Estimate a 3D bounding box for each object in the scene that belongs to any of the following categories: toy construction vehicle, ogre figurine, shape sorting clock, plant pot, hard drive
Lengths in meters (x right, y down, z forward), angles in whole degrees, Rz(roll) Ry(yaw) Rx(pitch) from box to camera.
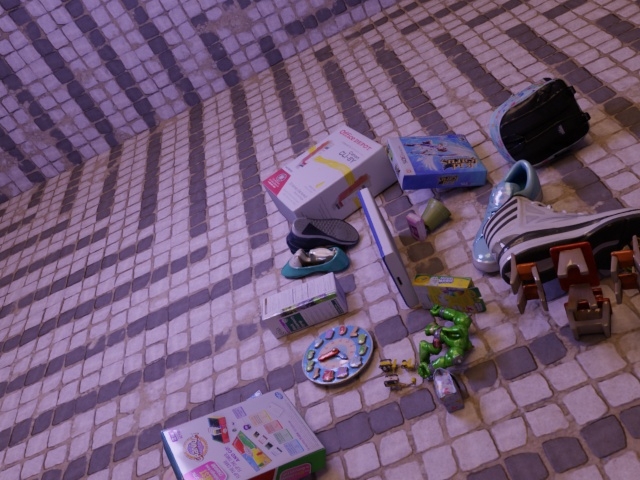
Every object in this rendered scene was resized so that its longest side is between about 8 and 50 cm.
[{"bbox_3d":[0.194,0.333,1.585,0.098,0.035,0.086,-12,29,19],"label":"toy construction vehicle"},{"bbox_3d":[0.308,0.244,1.556,0.118,0.097,0.197,-11,27,42],"label":"ogre figurine"},{"bbox_3d":[0.044,0.304,1.709,0.206,0.040,0.206,-18,38,15],"label":"shape sorting clock"},{"bbox_3d":[0.341,-0.073,1.930,0.079,0.083,0.083,-50,39,-6],"label":"plant pot"},{"bbox_3d":[0.190,0.015,1.807,0.040,0.210,0.318,-25,37,8],"label":"hard drive"}]

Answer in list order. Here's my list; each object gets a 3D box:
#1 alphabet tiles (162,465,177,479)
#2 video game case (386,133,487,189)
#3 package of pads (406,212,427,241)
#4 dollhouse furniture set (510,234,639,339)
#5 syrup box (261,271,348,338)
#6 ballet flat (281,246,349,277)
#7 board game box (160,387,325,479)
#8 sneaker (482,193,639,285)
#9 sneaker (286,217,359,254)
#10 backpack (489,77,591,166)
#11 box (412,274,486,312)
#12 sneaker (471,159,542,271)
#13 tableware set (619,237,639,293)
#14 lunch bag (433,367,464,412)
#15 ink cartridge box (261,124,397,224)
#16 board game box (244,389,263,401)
[{"bbox_3d":[-0.314,0.615,1.538,0.278,0.021,0.284,-49,29,-3],"label":"alphabet tiles"},{"bbox_3d":[0.370,-0.259,2.051,0.270,0.061,0.244,-4,39,-6],"label":"video game case"},{"bbox_3d":[0.291,-0.041,1.913,0.032,0.083,0.050,-35,40,-15],"label":"package of pads"},{"bbox_3d":[0.576,0.094,1.409,0.262,0.259,0.135,-10,44,25],"label":"dollhouse furniture set"},{"bbox_3d":[-0.048,0.192,1.860,0.237,0.093,0.096,-22,37,10],"label":"syrup box"},{"bbox_3d":[-0.029,0.059,2.009,0.247,0.087,0.083,-8,42,27],"label":"ballet flat"},{"bbox_3d":[-0.182,0.486,1.479,0.317,0.064,0.242,-14,30,-24],"label":"board game box"},{"bbox_3d":[0.618,-0.052,1.563,0.448,0.169,0.257,-12,40,-3],"label":"sneaker"},{"bbox_3d":[-0.001,-0.002,2.066,0.226,0.163,0.086,9,58,-14],"label":"sneaker"},{"bbox_3d":[0.647,-0.351,1.926,0.253,0.225,0.191,-35,14,1],"label":"backpack"},{"bbox_3d":[0.339,0.139,1.649,0.179,0.105,0.043,3,48,36],"label":"box"},{"bbox_3d":[0.502,-0.081,1.759,0.135,0.150,0.366,4,48,39],"label":"sneaker"},{"bbox_3d":[0.752,0.065,1.442,0.104,0.154,0.024,-33,-6,-8],"label":"tableware set"},{"bbox_3d":[0.296,0.342,1.466,0.053,0.071,0.083,-25,36,10],"label":"lunch bag"},{"bbox_3d":[0.030,-0.211,2.226,0.385,0.160,0.279,-36,37,-9],"label":"ink cartridge box"},{"bbox_3d":[-0.166,0.494,1.631,0.136,0.035,0.201,-37,37,-10],"label":"board game box"}]
